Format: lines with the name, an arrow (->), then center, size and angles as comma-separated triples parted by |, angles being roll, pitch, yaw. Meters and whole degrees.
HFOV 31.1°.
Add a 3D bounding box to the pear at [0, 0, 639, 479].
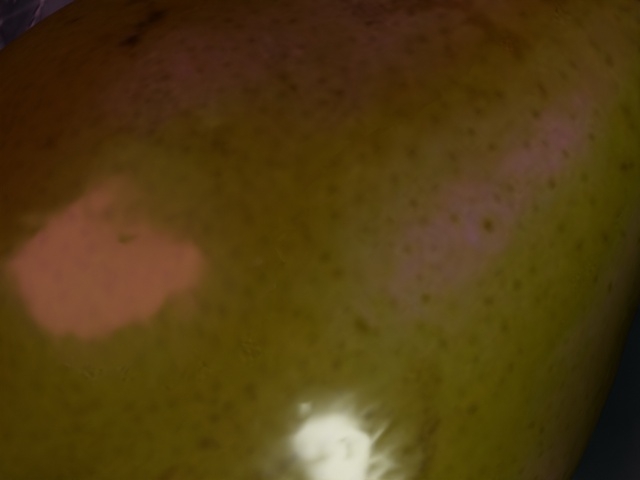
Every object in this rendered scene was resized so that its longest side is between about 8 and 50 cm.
pear -> -0.011, -0.003, 0.451 | 0.285, 0.285, 0.336 | 15, 76, 45
